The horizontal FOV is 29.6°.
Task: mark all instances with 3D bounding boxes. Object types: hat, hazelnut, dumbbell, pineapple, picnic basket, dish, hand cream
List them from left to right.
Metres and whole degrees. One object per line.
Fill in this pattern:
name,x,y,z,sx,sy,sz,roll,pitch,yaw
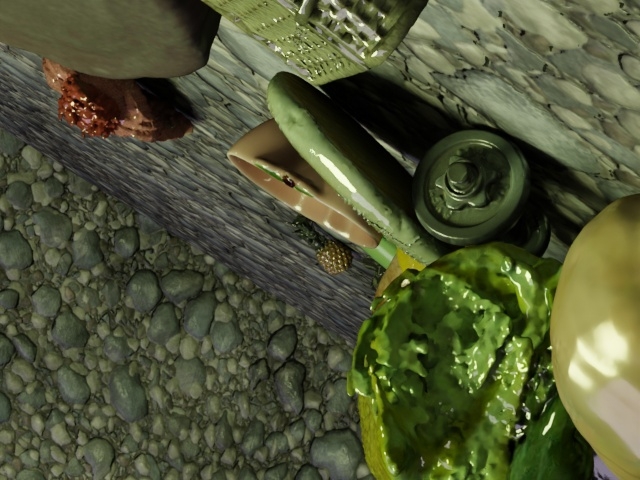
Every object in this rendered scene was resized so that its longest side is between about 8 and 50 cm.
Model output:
hat,-0.294,-0.208,1.685,0.237,0.107,0.286,33,-165,-3
picnic basket,-0.023,-0.204,0.718,0.196,0.134,0.154,36,174,-16
pineapple,0.000,0.000,2.025,0.124,0.058,0.058,50,166,-16
dish,0.003,-0.080,1.426,0.213,0.090,0.213,32,174,4
hand cream,0.088,0.005,1.738,0.175,0.046,0.095,40,171,-8
hat,0.115,0.068,1.955,0.121,0.050,0.121,29,171,5
dumbbell,0.168,-0.024,1.155,0.110,0.110,0.254,28,177,29
hazelnut,0.292,0.070,0.905,0.261,0.241,0.261,7,144,5

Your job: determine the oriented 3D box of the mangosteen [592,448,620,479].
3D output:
mangosteen,0.329,0.165,1.276,0.243,0.243,0.243,32,171,6

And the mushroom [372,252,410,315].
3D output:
mushroom,0.142,0.104,1.636,0.156,0.151,0.285,58,-177,37

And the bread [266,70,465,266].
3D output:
bread,0.042,-0.067,1.199,0.267,0.040,0.267,42,-168,-11

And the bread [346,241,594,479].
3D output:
bread,0.139,0.151,1.147,0.208,0.251,0.376,3,168,6

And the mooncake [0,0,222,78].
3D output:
mooncake,-0.196,-0.247,0.903,0.306,0.154,0.306,20,168,4

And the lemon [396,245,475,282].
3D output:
lemon,0.141,0.012,1.383,0.109,0.109,0.133,25,-177,39
